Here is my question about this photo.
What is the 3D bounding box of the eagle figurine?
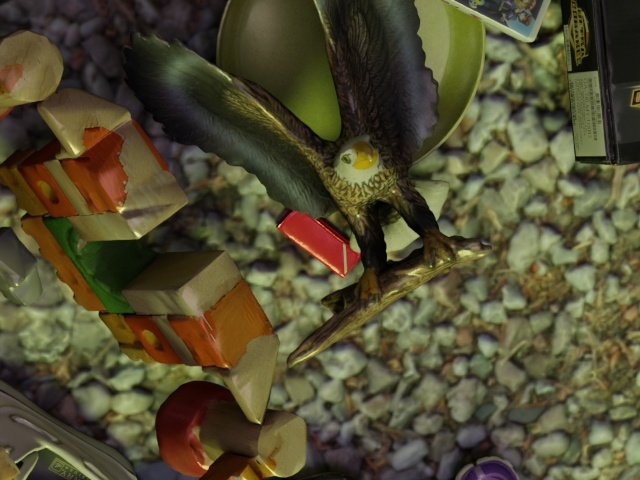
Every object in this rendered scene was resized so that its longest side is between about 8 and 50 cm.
[{"bbox_3d":[0.011,-0.087,1.317,0.226,0.225,0.298,-31,90,-37],"label":"eagle figurine"}]

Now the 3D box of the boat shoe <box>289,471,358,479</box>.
[{"bbox_3d":[-0.091,0.315,1.492,0.324,0.120,0.122,-18,128,-7],"label":"boat shoe"}]

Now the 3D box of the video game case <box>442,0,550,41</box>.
[{"bbox_3d":[0.141,-0.297,1.362,0.183,0.023,0.201,23,87,-21],"label":"video game case"}]

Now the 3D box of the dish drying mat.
[{"bbox_3d":[0.000,0.000,1.470,0.083,0.008,0.032,38,98,-23],"label":"dish drying mat"}]

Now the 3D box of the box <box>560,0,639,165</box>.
[{"bbox_3d":[0.350,-0.226,1.389,0.295,0.073,0.293,-7,97,-19],"label":"box"}]

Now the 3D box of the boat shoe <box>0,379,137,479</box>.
[{"bbox_3d":[-0.279,0.196,1.428,0.267,0.088,0.096,34,99,-23],"label":"boat shoe"}]

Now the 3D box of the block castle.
[{"bbox_3d":[-0.245,0.077,1.275,0.303,0.213,0.453,-42,110,-26],"label":"block castle"}]

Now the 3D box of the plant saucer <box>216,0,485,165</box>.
[{"bbox_3d":[0.025,-0.168,1.398,0.241,0.037,0.241,-5,111,-12],"label":"plant saucer"}]

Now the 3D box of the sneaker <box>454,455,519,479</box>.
[{"bbox_3d":[0.185,0.289,1.589,0.068,0.071,0.170,-23,113,-5],"label":"sneaker"}]
